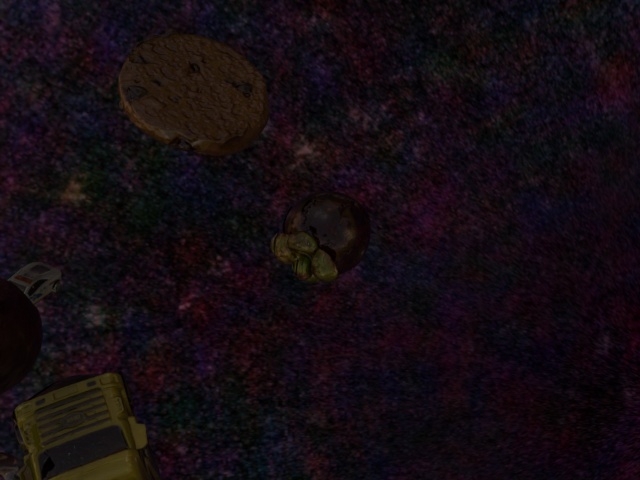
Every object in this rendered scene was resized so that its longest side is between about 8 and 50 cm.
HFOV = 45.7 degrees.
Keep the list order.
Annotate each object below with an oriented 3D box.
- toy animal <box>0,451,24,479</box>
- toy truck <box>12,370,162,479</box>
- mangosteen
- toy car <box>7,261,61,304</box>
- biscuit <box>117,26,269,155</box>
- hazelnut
[{"bbox_3d":[-0.607,0.323,1.283,0.195,0.324,0.090,-53,34,-8],"label":"toy animal"},{"bbox_3d":[-0.342,0.393,1.213,0.180,0.405,0.254,-21,54,-16],"label":"toy truck"},{"bbox_3d":[0.000,0.000,1.326,0.166,0.166,0.180,11,43,29],"label":"mangosteen"},{"bbox_3d":[-0.680,0.111,1.742,0.095,0.205,0.056,19,118,11],"label":"toy car"},{"bbox_3d":[-0.226,-0.262,1.372,0.296,0.295,0.075,60,145,25],"label":"biscuit"},{"bbox_3d":[-0.643,0.188,1.428,0.218,0.234,0.218,4,54,-6],"label":"hazelnut"}]
